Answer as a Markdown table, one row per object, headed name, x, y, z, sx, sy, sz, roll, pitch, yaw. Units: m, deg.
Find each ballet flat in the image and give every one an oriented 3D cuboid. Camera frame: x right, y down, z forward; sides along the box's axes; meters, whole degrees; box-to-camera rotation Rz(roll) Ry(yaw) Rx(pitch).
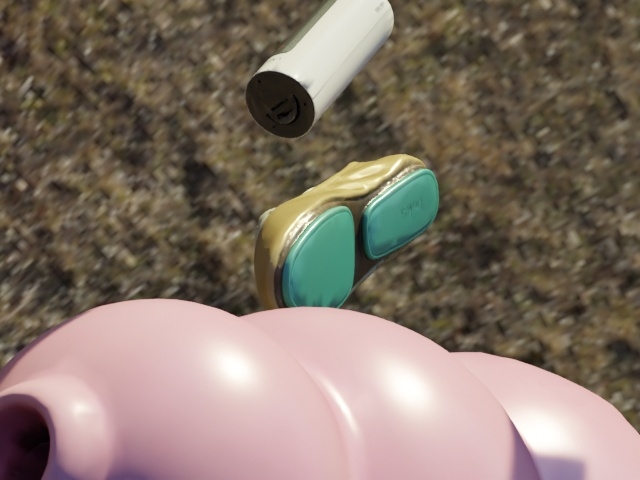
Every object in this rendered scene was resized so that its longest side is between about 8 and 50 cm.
| name | x | y | z | sx | sy | sz | roll | pitch | yaw |
| --- | --- | --- | --- | --- | --- | --- | --- | --- | --- |
| ballet flat | 0.000 | 0.000 | 1.215 | 0.232 | 0.073 | 0.080 | -28 | 121 | -60 |

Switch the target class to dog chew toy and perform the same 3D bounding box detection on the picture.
| name | x | y | z | sx | sy | sz | roll | pitch | yaw |
| --- | --- | --- | --- | --- | --- | --- | --- | --- | --- |
| dog chew toy | 0.003 | 0.118 | 0.663 | 0.332 | 0.206 | 0.207 | 31 | 56 | -50 |

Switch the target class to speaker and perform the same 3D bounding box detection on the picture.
| name | x | y | z | sx | sy | sz | roll | pitch | yaw |
| --- | --- | --- | --- | --- | --- | --- | --- | --- | --- |
| speaker | 0.001 | -0.127 | 1.342 | 0.055 | 0.055 | 0.136 | 45 | 44 | -7 |
